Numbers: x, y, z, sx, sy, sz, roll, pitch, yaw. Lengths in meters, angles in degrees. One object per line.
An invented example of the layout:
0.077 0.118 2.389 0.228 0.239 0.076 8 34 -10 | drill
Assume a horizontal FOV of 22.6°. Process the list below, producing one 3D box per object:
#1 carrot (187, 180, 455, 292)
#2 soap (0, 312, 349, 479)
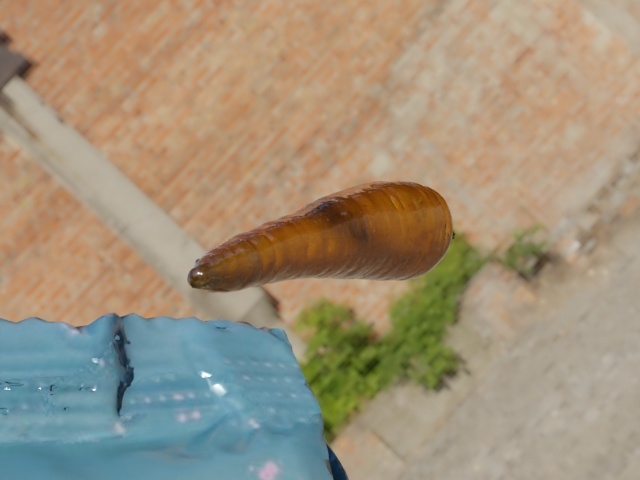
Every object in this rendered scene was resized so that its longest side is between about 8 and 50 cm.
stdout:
0.000 0.000 0.891 0.061 0.061 0.256 -47 -21 28 | carrot
-0.081 0.147 0.463 0.077 0.156 0.293 -111 23 -48 | soap
